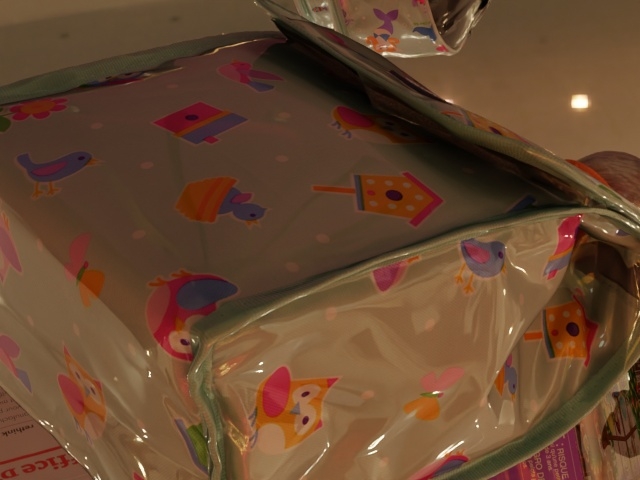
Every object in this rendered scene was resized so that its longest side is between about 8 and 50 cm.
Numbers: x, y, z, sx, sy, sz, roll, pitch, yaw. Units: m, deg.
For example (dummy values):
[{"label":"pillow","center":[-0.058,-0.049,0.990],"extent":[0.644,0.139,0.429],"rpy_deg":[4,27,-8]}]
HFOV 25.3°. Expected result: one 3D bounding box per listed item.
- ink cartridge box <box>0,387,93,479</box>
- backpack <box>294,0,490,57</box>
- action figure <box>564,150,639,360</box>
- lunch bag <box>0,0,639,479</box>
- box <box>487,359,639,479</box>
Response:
[{"label":"ink cartridge box","center":[-0.280,0.192,1.188],"extent":[0.207,0.119,0.353],"rpy_deg":[-12,-145,-30]},{"label":"backpack","center":[0.066,-0.277,1.263],"extent":[0.191,0.225,0.253],"rpy_deg":[-4,-150,18]},{"label":"action figure","center":[0.187,0.074,1.133],"extent":[0.341,0.178,0.330],"rpy_deg":[31,-98,27]},{"label":"lunch bag","center":[0.000,0.000,0.613],"extent":[0.262,0.160,0.223],"rpy_deg":[-21,-143,-30]},{"label":"box","center":[0.158,0.117,0.878],"extent":[0.057,0.201,0.293],"rpy_deg":[-12,173,19]}]
